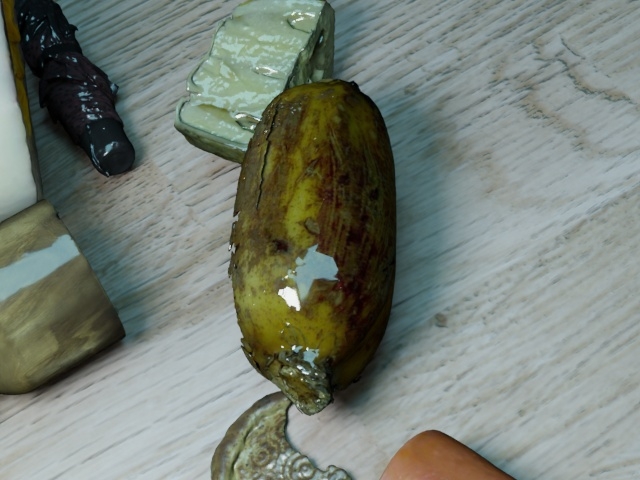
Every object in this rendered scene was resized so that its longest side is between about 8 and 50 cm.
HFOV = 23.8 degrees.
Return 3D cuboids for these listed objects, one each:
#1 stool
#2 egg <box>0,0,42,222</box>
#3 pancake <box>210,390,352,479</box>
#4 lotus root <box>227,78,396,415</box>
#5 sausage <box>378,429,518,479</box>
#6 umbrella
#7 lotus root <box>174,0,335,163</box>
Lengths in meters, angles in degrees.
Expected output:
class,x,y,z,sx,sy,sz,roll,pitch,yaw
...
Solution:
class,x,y,z,sx,sy,sz,roll,pitch,yaw
stool,-0.364,0.093,1.622,0.264,0.179,0.179,-31,56,-13
egg,-0.498,-0.166,1.691,0.340,0.354,0.354,-10,53,-8
pancake,-0.024,0.242,1.556,0.191,0.020,0.184,14,57,18
lotus root,0.000,0.000,1.617,0.179,0.196,0.397,-6,53,18
sausage,0.174,0.286,1.438,0.259,0.113,0.113,34,66,28
umbrella,-0.315,-0.202,1.880,0.090,0.094,0.326,-35,55,2
lotus root,-0.069,-0.178,1.795,0.119,0.138,0.234,14,58,25
